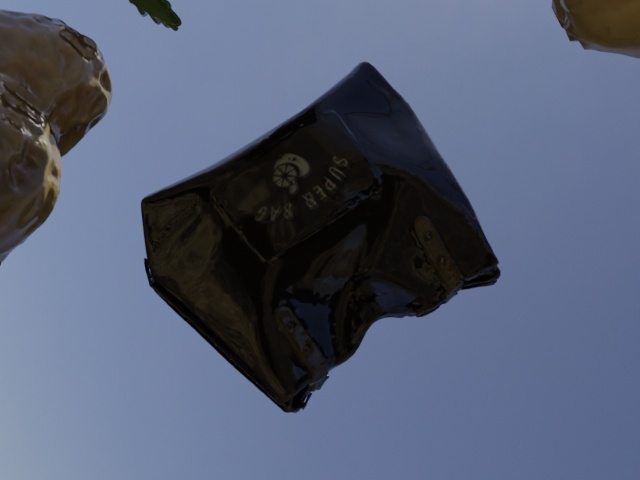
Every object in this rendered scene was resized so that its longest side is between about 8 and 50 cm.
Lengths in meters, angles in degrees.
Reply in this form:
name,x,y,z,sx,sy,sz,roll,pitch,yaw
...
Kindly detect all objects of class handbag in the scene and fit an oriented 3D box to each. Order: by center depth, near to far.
name,x,y,z,sx,sy,sz,roll,pitch,yaw
handbag,0.000,0.000,0.909,0.288,0.342,0.152,52,-8,34

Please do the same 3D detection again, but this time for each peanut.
name,x,y,z,sx,sy,sz,roll,pitch,yaw
peanut,-0.249,-0.073,0.644,0.153,0.325,0.140,20,-51,4

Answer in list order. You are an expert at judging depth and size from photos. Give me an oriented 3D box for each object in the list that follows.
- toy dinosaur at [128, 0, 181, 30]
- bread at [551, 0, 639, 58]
name,x,y,z,sx,sy,sz,roll,pitch,yaw
toy dinosaur,-0.132,-0.323,0.882,0.194,0.177,0.152,26,-25,42
bread,0.317,-0.186,0.283,0.279,0.371,0.390,38,-59,43
